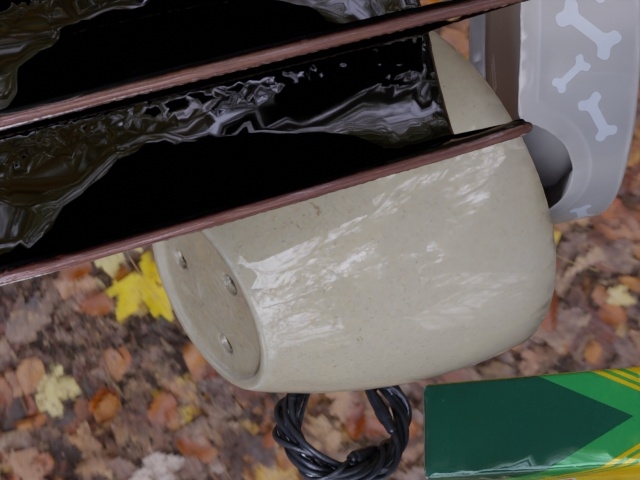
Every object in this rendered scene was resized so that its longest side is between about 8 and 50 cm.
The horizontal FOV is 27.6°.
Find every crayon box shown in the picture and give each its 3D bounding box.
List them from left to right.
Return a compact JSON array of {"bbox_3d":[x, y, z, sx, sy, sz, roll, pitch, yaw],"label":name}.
[{"bbox_3d":[0.300,0.225,1.398,0.313,0.363,0.106,-6,71,16],"label":"crayon box"}]

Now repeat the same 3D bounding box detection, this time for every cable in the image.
[{"bbox_3d":[0.025,0.200,1.414,0.150,0.184,0.047,33,131,-9],"label":"cable"}]

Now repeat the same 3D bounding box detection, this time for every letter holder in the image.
[{"bbox_3d":[-0.040,-0.085,0.628,0.301,0.214,0.152,-17,97,-20],"label":"letter holder"}]

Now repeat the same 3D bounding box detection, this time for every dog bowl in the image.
[{"bbox_3d":[0.199,-0.174,1.149,0.102,0.349,0.349,0,101,1],"label":"dog bowl"}]

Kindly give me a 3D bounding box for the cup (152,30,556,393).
[{"bbox_3d":[0.000,0.000,1.106,0.237,0.331,0.331,-29,108,-27],"label":"cup"}]
